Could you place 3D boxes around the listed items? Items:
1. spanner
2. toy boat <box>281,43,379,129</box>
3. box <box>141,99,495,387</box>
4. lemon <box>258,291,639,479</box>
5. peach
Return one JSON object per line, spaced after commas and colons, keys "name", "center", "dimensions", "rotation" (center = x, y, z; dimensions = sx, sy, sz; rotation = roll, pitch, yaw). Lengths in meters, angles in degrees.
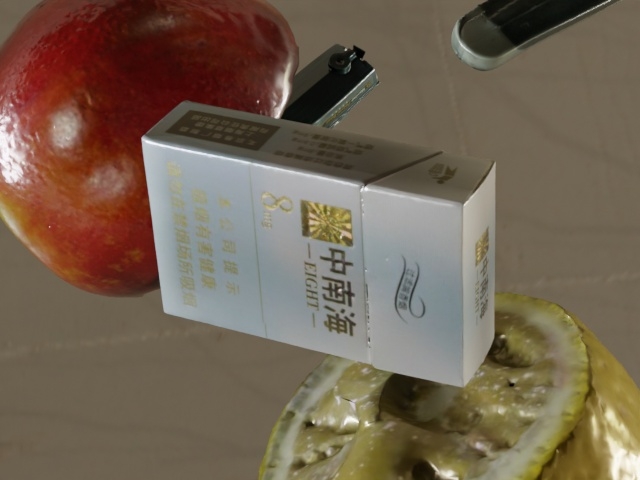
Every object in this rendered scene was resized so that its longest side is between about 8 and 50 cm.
{"name": "spanner", "center": [0.197, -0.179, 0.810], "dimensions": [0.325, 0.096, 0.040], "rotation": [-31, -110, -26]}
{"name": "toy boat", "center": [-0.012, -0.117, 1.405], "dimensions": [0.055, 0.060, 0.141], "rotation": [36, -119, 21]}
{"name": "box", "center": [0.000, 0.000, 1.100], "dimensions": [0.243, 0.155, 0.067], "rotation": [12, -142, 24]}
{"name": "lemon", "center": [0.141, 0.250, 1.335], "dimensions": [0.364, 0.364, 0.364], "rotation": [4, -114, -9]}
{"name": "peach", "center": [-0.147, -0.105, 1.270], "dimensions": [0.274, 0.245, 0.248], "rotation": [-43, -130, 6]}
